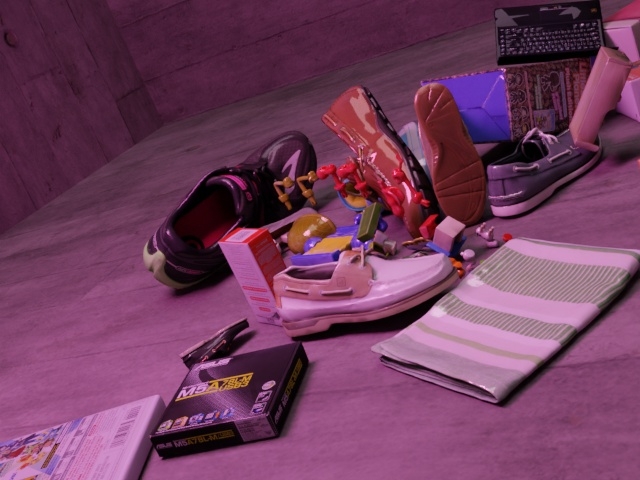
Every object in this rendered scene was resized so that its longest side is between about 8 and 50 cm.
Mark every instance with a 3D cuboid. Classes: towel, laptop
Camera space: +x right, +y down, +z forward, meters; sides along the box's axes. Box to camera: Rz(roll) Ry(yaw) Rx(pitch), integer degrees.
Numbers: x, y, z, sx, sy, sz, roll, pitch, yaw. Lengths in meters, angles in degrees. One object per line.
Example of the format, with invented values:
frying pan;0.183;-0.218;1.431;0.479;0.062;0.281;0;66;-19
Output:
towel;0.256;0.091;1.133;0.325;0.038;0.248;-33;22;-27
laptop;0.492;-0.452;1.767;0.234;0.136;0.264;-1;59;11

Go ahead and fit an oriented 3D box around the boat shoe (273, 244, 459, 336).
boat shoe;0.059;0.064;1.281;0.302;0.103;0.113;-18;9;23

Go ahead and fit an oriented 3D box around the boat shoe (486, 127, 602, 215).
boat shoe;0.412;-0.155;1.522;0.319;0.099;0.116;-35;21;-33

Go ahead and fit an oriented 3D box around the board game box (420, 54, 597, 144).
board game box;0.395;-0.286;1.711;0.291;0.141;0.232;-15;12;-36

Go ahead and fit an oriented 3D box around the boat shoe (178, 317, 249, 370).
boat shoe;-0.171;0.173;1.386;0.133;0.042;0.049;-32;-4;-28

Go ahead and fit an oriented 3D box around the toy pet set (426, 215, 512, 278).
toy pet set;0.231;0.021;1.350;0.114;0.065;0.122;32;52;24

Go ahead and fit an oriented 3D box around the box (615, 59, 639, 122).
box;0.687;-0.318;1.667;0.171;0.091;0.130;-21;19;3

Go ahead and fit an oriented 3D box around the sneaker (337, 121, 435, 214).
sneaker;0.135;-0.154;1.791;0.208;0.127;0.319;-19;19;7

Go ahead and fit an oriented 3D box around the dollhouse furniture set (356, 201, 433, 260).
dollhouse furniture set;0.129;0.003;1.320;0.076;0.152;0.058;-30;37;56

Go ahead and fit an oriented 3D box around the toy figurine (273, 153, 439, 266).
toy figurine;0.000;0.000;1.453;0.363;0.191;0.217;-4;31;45

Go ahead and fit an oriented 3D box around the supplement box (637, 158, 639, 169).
supplement box;0.570;-0.119;1.345;0.062;0.036;0.098;-24;19;-3

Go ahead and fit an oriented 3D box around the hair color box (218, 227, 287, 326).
hair color box;-0.096;0.062;1.401;0.053;0.167;0.093;-36;23;-32

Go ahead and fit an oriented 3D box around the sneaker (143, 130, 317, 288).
sneaker;-0.162;-0.080;1.771;0.483;0.185;0.202;-46;-2;-30

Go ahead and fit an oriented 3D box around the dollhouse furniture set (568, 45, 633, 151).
dollhouse furniture set;0.588;-0.223;1.464;0.242;0.161;0.212;17;26;3

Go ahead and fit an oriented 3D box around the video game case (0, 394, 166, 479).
video game case;-0.387;0.354;1.149;0.300;0.036;0.329;-19;20;11

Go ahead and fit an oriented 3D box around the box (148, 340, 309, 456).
box;-0.127;0.225;1.190;0.191;0.045;0.184;-15;23;20

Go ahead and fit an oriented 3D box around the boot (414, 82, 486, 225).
boot;0.242;-0.158;1.558;0.095;0.261;0.203;-20;1;8

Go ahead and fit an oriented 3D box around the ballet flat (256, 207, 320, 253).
ballet flat;-0.085;-0.003;1.717;0.213;0.072;0.068;-30;31;-18

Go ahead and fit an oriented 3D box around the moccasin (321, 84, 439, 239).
moccasin;0.105;-0.141;1.592;0.147;0.139;0.380;-35;59;9

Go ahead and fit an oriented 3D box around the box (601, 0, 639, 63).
box;0.736;-0.456;1.892;0.232;0.148;0.127;-34;23;-27
